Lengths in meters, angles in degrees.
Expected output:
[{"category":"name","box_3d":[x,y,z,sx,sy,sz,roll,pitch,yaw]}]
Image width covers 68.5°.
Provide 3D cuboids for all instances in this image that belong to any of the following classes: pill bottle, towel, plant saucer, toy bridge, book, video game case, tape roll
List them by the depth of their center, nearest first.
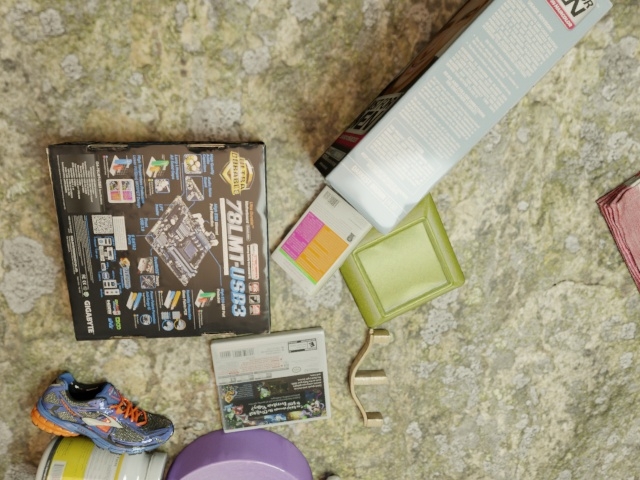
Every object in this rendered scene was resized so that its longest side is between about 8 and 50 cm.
[{"category":"book","box_3d":[0.000,0.000,0.730,0.096,0.035,0.144,42,99,18]},{"category":"plant saucer","box_3d":[0.131,0.039,0.767,0.189,0.045,0.188,-26,106,1]},{"category":"pill bottle","box_3d":[-0.356,0.383,0.776,0.184,0.103,0.103,10,104,-9]},{"category":"towel","box_3d":[0.664,-0.062,0.805,0.329,0.037,0.237,-35,107,3]},{"category":"video game case","box_3d":[-0.082,0.241,0.811,0.191,0.022,0.173,-6,105,-6]},{"category":"toy bridge","box_3d":[0.083,0.240,0.826,0.063,0.026,0.188,0,105,-5]},{"category":"tape roll","box_3d":[-0.145,0.474,0.832,0.275,0.090,0.274,-2,106,-5]}]

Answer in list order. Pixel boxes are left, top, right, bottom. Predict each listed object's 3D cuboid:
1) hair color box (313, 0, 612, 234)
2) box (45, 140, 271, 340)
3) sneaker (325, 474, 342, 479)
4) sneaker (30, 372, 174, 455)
[{"category":"hair color box","box_3d":[0.163,-0.194,0.635,0.114,0.185,0.374,43,97,-14]},{"category":"box","box_3d":[-0.224,0.001,0.704,0.294,0.073,0.295,-2,105,-6]},{"category":"sneaker","box_3d":[0.014,0.537,0.878,0.094,0.080,0.212,-7,107,8]},{"category":"sneaker","box_3d":[-0.345,0.281,0.765,0.221,0.083,0.087,20,94,-15]}]
